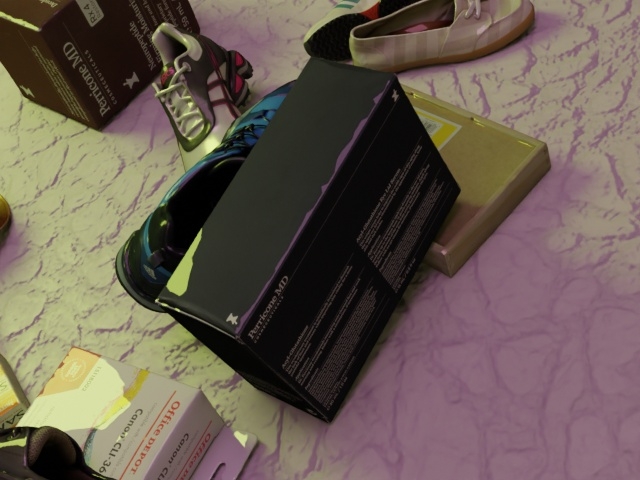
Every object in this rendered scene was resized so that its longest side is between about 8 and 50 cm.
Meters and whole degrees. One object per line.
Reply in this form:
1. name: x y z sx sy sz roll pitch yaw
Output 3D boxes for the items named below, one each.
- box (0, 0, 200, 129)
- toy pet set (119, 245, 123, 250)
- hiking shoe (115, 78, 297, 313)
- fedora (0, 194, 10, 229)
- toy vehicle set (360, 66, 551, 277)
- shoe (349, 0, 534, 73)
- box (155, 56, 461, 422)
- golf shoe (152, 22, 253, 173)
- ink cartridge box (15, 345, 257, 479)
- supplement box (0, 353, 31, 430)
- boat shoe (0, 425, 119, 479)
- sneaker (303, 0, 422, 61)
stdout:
1. box: -0.297 -0.284 1.313 0.167 0.168 0.203 25 63 34
2. toy pet set: -0.159 0.018 1.046 0.122 0.065 0.114 -39 69 22
3. hiking shoe: -0.062 -0.054 0.982 0.304 0.113 0.132 -52 8 -28
4. fedora: -0.458 -0.061 1.193 0.194 0.079 0.194 10 31 -6
5. toy vehicle set: 0.084 -0.082 1.087 0.267 0.035 0.166 30 66 37
6. shoe: 0.138 -0.245 1.192 0.219 0.058 0.076 -15 47 7
7. box: 0.000 0.000 0.915 0.103 0.184 0.261 20 70 33
8. golf shoe: -0.135 -0.131 1.141 0.105 0.120 0.272 -39 40 22
9. ink cartridge box: -0.169 0.180 0.932 0.198 0.067 0.115 13 57 29
10. supplement box: -0.333 0.157 1.034 0.062 0.036 0.098 -36 48 -10
11. boat shoe: -0.234 0.196 0.848 0.285 0.103 0.092 22 90 27
12. sneaker: 0.044 -0.273 1.264 0.161 0.057 0.075 -33 31 -8
